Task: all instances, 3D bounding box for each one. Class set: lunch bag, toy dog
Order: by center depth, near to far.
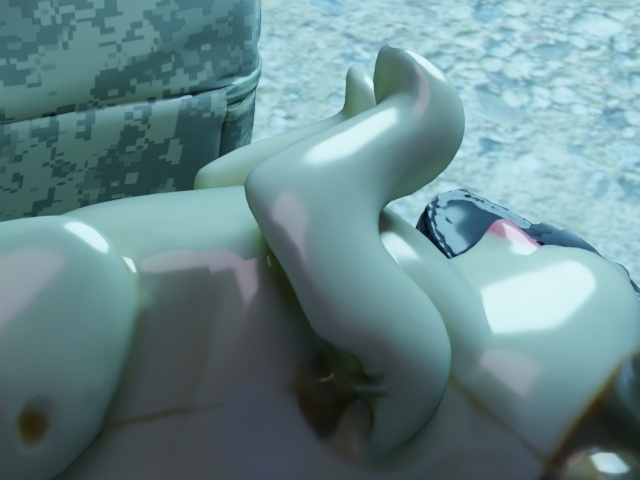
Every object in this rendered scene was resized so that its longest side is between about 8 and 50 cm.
[{"bbox_3d":[-0.015,0.089,0.788,0.408,0.284,0.395,7,78,-12],"label":"toy dog"},{"bbox_3d":[-0.185,-0.161,1.023,0.305,0.256,0.212,-9,49,-17],"label":"lunch bag"}]

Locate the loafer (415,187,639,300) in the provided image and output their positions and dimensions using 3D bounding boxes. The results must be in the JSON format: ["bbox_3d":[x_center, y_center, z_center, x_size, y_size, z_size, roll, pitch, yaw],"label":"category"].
[{"bbox_3d":[0.170,0.056,0.981,0.109,0.095,0.302,-25,55,-28],"label":"loafer"}]
